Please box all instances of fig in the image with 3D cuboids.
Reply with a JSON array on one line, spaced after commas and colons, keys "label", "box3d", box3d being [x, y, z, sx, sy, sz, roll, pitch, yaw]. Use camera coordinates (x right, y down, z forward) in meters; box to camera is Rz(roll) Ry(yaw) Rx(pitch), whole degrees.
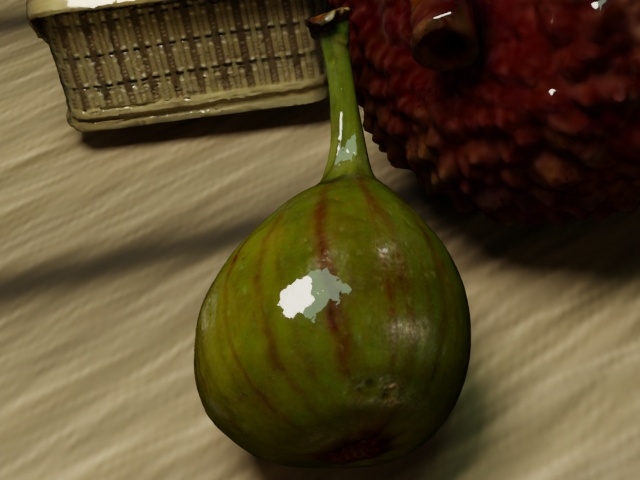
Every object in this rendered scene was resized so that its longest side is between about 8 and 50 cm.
[{"label": "fig", "box3d": [0.000, 0.000, 0.612, 0.151, 0.151, 0.259, -7, 58, 2]}]

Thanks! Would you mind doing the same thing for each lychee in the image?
[{"label": "lychee", "box3d": [0.152, -0.156, 0.692, 0.306, 0.306, 0.330, 27, 27, 34]}]

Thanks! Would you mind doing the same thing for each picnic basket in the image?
[{"label": "picnic basket", "box3d": [-0.105, -0.231, 0.904, 0.228, 0.175, 0.313, -7, 37, 3]}]
